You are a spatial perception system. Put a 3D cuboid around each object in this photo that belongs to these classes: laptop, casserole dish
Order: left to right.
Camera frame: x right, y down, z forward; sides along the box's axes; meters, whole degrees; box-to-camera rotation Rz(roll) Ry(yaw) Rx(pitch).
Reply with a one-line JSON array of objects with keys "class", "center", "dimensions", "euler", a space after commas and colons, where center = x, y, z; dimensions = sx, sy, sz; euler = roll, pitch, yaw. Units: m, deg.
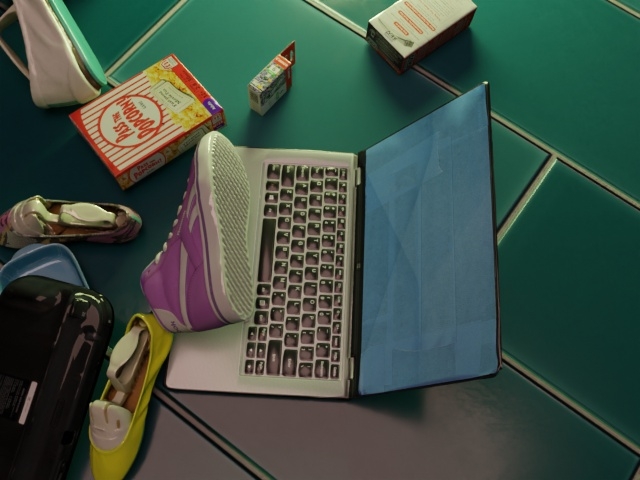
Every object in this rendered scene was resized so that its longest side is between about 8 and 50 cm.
[{"class": "casserole dish", "center": [-0.378, 0.092, 0.978], "dimensions": [0.114, 0.037, 0.188], "euler": [-26, 71, -11]}, {"class": "laptop", "center": [0.000, 0.000, 0.921], "dimensions": [0.407, 0.236, 0.382], "euler": [4, 68, -1]}]

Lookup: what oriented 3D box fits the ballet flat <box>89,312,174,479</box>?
[{"class": "ballet flat", "center": [-0.261, 0.201, 0.910], "dimensions": [0.077, 0.077, 0.231], "euler": [10, 71, 22]}]

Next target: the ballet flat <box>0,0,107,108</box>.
[{"class": "ballet flat", "center": [-0.474, -0.388, 1.101], "dimensions": [0.139, 0.139, 0.400], "euler": [-23, 82, -11]}]

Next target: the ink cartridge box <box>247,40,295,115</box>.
[{"class": "ink cartridge box", "center": [-0.068, -0.260, 1.112], "dimensions": [0.029, 0.063, 0.115], "euler": [37, 72, 13]}]

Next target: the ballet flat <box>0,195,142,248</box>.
[{"class": "ballet flat", "center": [-0.374, -0.032, 1.004], "dimensions": [0.221, 0.079, 0.077], "euler": [0, 69, -2]}]

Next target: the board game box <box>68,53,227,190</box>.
[{"class": "board game box", "center": [-0.267, -0.187, 1.079], "dimensions": [0.193, 0.045, 0.147], "euler": [-36, 67, -15]}]

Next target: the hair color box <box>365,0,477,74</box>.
[{"class": "hair color box", "center": [0.169, -0.366, 1.168], "dimensions": [0.167, 0.053, 0.093], "euler": [-36, 75, -16]}]

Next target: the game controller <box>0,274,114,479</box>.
[{"class": "game controller", "center": [-0.384, 0.207, 0.901], "dimensions": [0.166, 0.067, 0.319], "euler": [12, 80, 18]}]

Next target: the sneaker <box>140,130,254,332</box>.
[{"class": "sneaker", "center": [-0.184, -0.011, 0.957], "dimensions": [0.161, 0.102, 0.282], "euler": [-16, 63, 25]}]
